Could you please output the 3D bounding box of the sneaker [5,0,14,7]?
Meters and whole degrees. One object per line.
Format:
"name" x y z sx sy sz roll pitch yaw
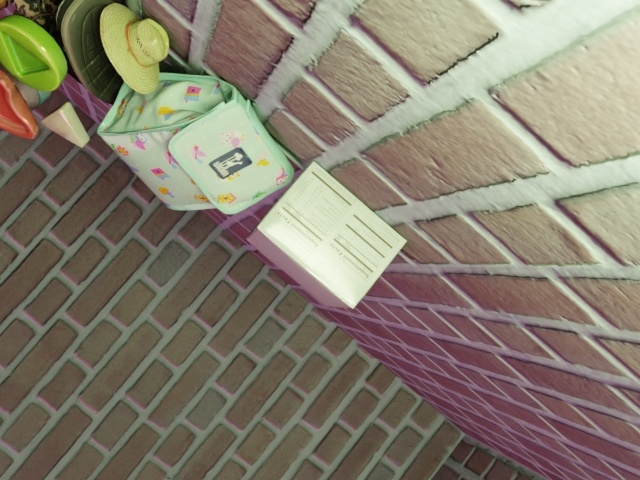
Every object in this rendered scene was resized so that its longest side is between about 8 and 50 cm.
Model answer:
"sneaker" -0.724 -0.593 1.689 0.118 0.107 0.279 56 175 22

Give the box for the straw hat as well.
"straw hat" -0.267 -0.304 1.246 0.061 0.144 0.144 -14 141 25

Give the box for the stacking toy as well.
"stacking toy" -0.500 -0.317 1.373 0.279 0.130 0.309 20 147 18

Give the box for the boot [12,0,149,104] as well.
"boot" -0.427 -0.362 1.423 0.284 0.138 0.377 37 176 15

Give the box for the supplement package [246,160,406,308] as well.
"supplement package" 0.000 0.000 1.406 0.204 0.145 0.262 40 172 -5

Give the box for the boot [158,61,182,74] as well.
"boot" -0.268 -0.257 1.449 0.121 0.045 0.099 38 148 -27

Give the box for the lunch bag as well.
"lunch bag" -0.194 -0.161 1.348 0.262 0.160 0.223 3 148 30
